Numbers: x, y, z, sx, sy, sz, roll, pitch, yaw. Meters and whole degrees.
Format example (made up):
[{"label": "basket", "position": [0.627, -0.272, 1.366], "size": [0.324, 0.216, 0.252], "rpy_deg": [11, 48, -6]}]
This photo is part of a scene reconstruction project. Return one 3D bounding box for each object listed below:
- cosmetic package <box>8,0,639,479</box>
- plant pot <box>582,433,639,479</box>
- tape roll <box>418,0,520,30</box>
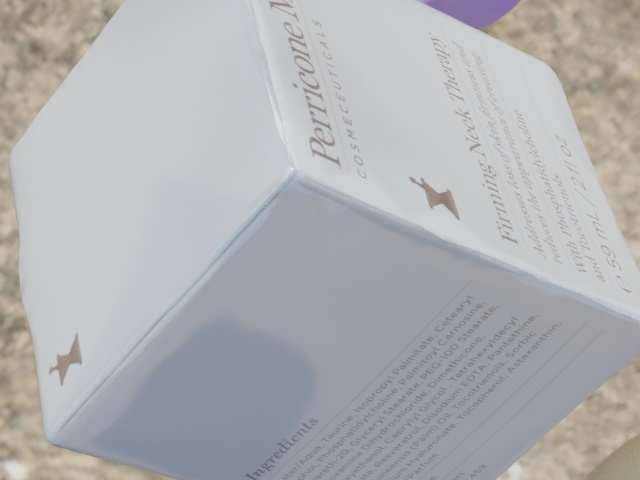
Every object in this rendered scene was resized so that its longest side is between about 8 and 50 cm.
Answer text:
[{"label": "cosmetic package", "position": [0.000, 0.000, 1.492], "size": [0.393, 0.327, 0.329], "rpy_deg": [21, 37, -35]}, {"label": "plant pot", "position": [0.264, 0.228, 1.202], "size": [0.284, 0.191, 0.284], "rpy_deg": [-6, 100, -33]}, {"label": "tape roll", "position": [0.132, -0.352, 1.828], "size": [0.090, 0.275, 0.275], "rpy_deg": [14, 64, -37]}]
